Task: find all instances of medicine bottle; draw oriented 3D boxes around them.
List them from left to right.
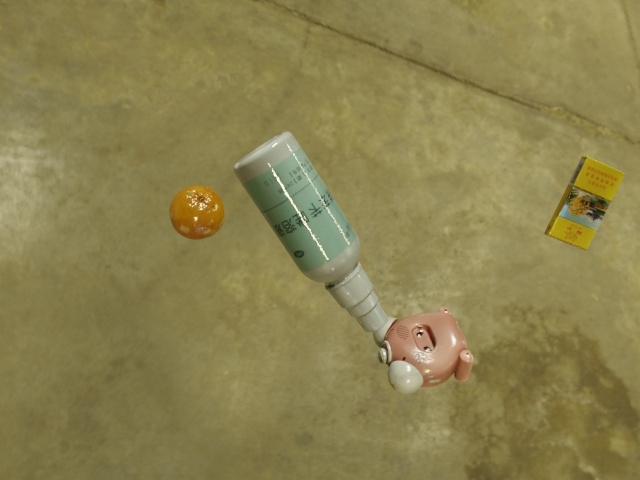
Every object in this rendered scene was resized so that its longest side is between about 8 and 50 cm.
[{"bbox_3d":[0.000,0.000,0.960,0.110,0.110,0.352,-42,106,-34],"label":"medicine bottle"}]

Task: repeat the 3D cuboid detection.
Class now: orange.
[{"bbox_3d":[-0.181,-0.041,0.877,0.083,0.070,0.083,6,65,-12],"label":"orange"}]

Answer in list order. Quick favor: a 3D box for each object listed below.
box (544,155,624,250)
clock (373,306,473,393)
[{"bbox_3d":[0.478,-0.066,1.084,0.087,0.023,0.155,19,102,-16],"label":"box"},{"bbox_3d":[0.188,0.202,1.134,0.162,0.092,0.166,-10,43,-8],"label":"clock"}]
